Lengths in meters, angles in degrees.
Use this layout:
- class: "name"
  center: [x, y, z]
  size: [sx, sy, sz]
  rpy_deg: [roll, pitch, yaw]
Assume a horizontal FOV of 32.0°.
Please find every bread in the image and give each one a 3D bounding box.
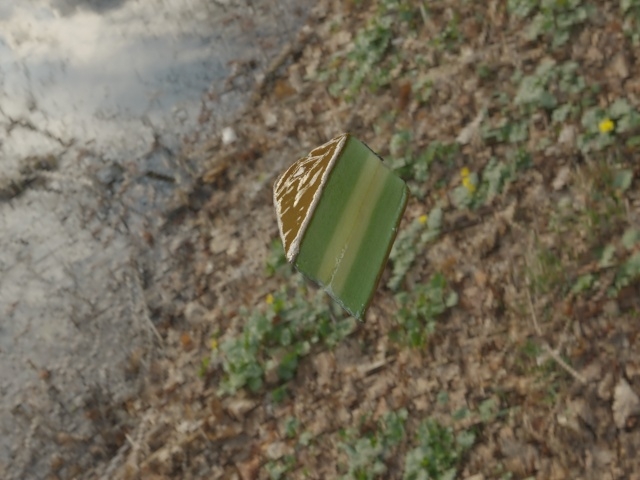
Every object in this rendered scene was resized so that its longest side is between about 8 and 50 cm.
- class: "bread"
  center: [-0.001, 0.003, 0.774]
  size: [0.084, 0.074, 0.139]
  rpy_deg: [-32, 26, 40]
